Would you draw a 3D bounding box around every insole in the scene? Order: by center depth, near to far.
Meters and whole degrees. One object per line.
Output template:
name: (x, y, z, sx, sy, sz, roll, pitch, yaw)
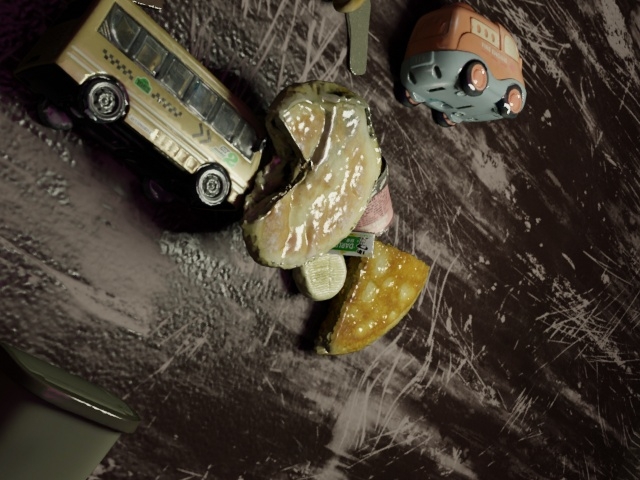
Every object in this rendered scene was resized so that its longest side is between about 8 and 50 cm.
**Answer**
insole: (0.074, -0.426, 1.445, 0.063, 0.010, 0.191, -11, 107, -38)

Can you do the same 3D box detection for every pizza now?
pizza: (0.112, 0.137, 1.556, 0.258, 0.087, 0.268, 26, 84, -45)

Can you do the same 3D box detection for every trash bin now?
trash bin: (-0.431, 0.297, 1.043, 0.220, 0.219, 0.250, 38, 81, -37)

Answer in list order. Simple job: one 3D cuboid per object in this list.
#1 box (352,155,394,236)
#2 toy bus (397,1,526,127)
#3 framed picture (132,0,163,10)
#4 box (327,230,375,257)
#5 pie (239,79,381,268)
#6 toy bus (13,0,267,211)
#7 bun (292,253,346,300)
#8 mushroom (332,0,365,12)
box: (0.072, -0.083, 1.435, 0.151, 0.151, 0.135, -43, 132, -25)
toy bus: (0.304, -0.376, 1.552, 0.288, 0.194, 0.232, 15, 78, -41)
framed picture: (-0.293, -0.452, 1.115, 0.128, 0.023, 0.168, 3, 98, -40)
box: (0.000, 0.000, 1.382, 0.207, 0.041, 0.049, 5, 98, -4)
pie: (-0.013, -0.102, 1.215, 0.338, 0.075, 0.337, -28, 129, -41)
toy bus: (-0.251, -0.198, 1.109, 0.365, 0.177, 0.201, 40, 67, -38)
bun: (-0.006, 0.061, 1.444, 0.115, 0.069, 0.115, -4, 101, -24)
mushroom: (0.015, -0.568, 1.291, 0.159, 0.122, 0.328, -43, 125, -15)
